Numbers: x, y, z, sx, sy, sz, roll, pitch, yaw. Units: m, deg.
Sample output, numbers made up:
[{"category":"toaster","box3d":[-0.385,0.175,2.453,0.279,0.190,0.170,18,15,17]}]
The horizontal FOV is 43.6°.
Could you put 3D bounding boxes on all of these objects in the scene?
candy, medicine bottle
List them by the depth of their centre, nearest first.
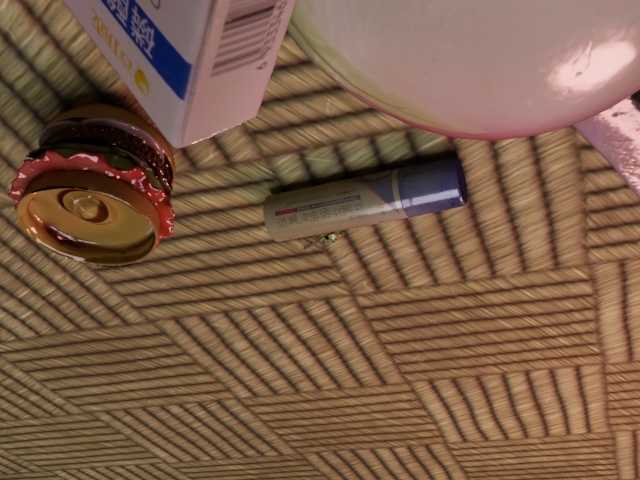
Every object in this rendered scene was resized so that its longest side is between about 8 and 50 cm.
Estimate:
[{"category":"medicine bottle","box3d":[0.049,-0.046,0.920,0.231,0.059,0.059,-11,145,20]},{"category":"candy","box3d":[0.000,0.000,1.031,0.023,0.025,0.083,4,158,-35]}]

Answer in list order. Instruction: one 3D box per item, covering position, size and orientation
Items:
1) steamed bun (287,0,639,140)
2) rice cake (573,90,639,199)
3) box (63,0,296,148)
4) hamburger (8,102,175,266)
[{"category":"steamed bun","box3d":[0.098,-0.184,0.484,0.310,0.309,0.309,2,147,1]},{"category":"rice cake","box3d":[0.307,-0.110,0.802,0.073,0.056,0.365,-30,135,33]},{"category":"box","box3d":[-0.132,-0.237,0.420,0.065,0.343,0.200,-29,162,-31]},{"category":"hamburger","box3d":[-0.226,-0.065,0.840,0.175,0.136,0.175,6,147,4]}]
